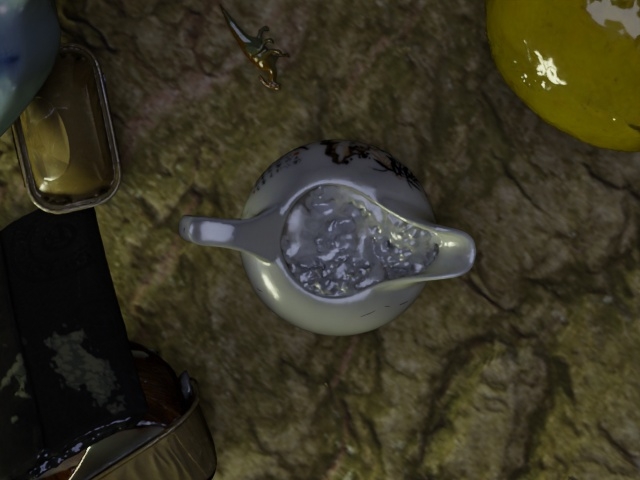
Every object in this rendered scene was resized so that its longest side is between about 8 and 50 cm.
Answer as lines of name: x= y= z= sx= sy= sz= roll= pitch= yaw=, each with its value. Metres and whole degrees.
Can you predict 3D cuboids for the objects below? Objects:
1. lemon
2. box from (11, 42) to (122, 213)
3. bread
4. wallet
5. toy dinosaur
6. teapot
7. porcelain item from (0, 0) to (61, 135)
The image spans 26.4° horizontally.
lemon: x=0.304 y=-0.216 z=1.378 sx=0.260 sy=0.260 sz=0.284 roll=-46 pitch=112 yaw=4
box: x=-0.272 y=-0.120 z=1.466 sx=0.111 sy=0.111 sz=0.177 roll=-13 pitch=92 yaw=2
bread: x=-0.233 y=0.212 z=1.470 sx=0.224 sy=0.142 sz=0.212 roll=-34 pitch=110 yaw=4
wallet: x=-0.286 y=0.093 z=1.411 sx=0.170 sy=0.321 sz=0.044 roll=-26 pitch=137 yaw=3
toy dinosaur: x=-0.069 y=-0.217 z=1.494 sx=0.041 sy=0.026 sz=0.113 roll=-28 pitch=102 yaw=19
teapot: x=0.000 y=0.000 z=1.450 sx=0.299 sy=0.166 sz=0.208 roll=1 pitch=106 yaw=-9
porcelain item: x=-0.391 y=-0.194 z=1.339 sx=0.242 sy=0.178 sz=0.405 roll=25 pitch=129 yaw=-21
